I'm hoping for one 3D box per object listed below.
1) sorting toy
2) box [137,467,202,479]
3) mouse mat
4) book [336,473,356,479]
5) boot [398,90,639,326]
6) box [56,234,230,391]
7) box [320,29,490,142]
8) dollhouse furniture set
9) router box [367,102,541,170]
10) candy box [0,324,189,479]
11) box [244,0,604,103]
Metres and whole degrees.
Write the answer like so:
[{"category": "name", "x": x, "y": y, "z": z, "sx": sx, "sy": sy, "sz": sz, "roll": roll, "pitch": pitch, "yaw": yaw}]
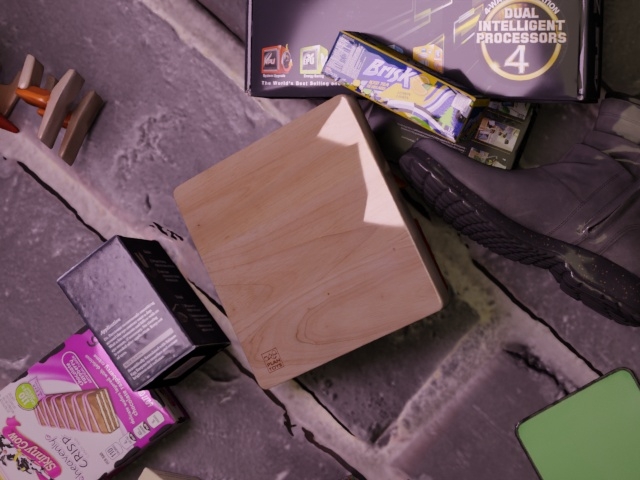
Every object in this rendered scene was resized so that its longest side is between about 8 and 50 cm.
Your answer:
[{"category": "sorting toy", "x": 0.000, "y": 0.000, "z": 1.766, "sx": 0.257, "sy": 0.089, "sz": 0.255, "roll": -27, "pitch": 85, "yaw": 30}, {"category": "box", "x": -0.139, "y": 0.411, "z": 1.749, "sx": 0.243, "sy": 0.117, "sz": 0.213, "roll": 33, "pitch": 93, "yaw": 31}, {"category": "mouse mat", "x": 0.326, "y": 0.256, "z": 1.764, "sx": 0.153, "sy": 0.007, "sz": 0.189, "roll": -30, "pitch": 81, "yaw": 8}, {"category": "book", "x": -0.010, "y": 0.299, "z": 1.753, "sx": 0.096, "sy": 0.144, "sz": 0.035, "roll": -34, "pitch": 82, "yaw": 7}, {"category": "boot", "x": 0.271, "y": -0.075, "z": 1.725, "sx": 0.338, "sy": 0.118, "sz": 0.222, "roll": 32, "pitch": 81, "yaw": -7}, {"category": "box", "x": -0.200, "y": 0.083, "z": 1.795, "sx": 0.093, "sy": 0.156, "sz": 0.158, "roll": -37, "pitch": 81, "yaw": 8}, {"category": "box", "x": 0.090, "y": -0.163, "z": 1.658, "sx": 0.169, "sy": 0.059, "sz": 0.054, "roll": 30, "pitch": 105, "yaw": 17}, {"category": "dollhouse furniture set", "x": -0.421, "y": -0.174, "z": 1.799, "sx": 0.262, "sy": 0.259, "sz": 0.135, "roll": 20, "pitch": 81, "yaw": 12}, {"category": "router box", "x": 0.148, "y": -0.135, "z": 1.798, "sx": 0.179, "sy": 0.046, "sz": 0.133, "roll": 22, "pitch": 91, "yaw": 11}, {"category": "candy box", "x": -0.297, "y": 0.218, "z": 1.848, "sx": 0.233, "sy": 0.071, "sz": 0.159, "roll": -38, "pitch": 82, "yaw": 7}, {"category": "box", "x": 0.113, "y": -0.310, "z": 1.720, "sx": 0.395, "sy": 0.097, "sz": 0.318, "roll": 4, "pitch": 93, "yaw": 22}]
